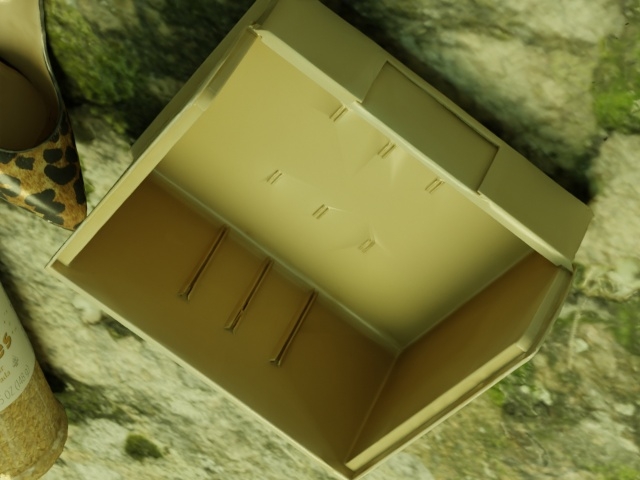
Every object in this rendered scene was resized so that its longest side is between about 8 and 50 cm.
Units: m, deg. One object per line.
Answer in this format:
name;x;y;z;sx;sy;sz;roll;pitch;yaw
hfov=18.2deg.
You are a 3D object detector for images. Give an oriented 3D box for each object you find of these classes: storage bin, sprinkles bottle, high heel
storage bin;0.000;0.000;1.310;0.262;0.123;0.260;37;142;-9
sprinkles bottle;-0.306;0.048;1.560;0.121;0.121;0.355;7;138;26
high heel;-0.192;-0.118;1.317;0.186;0.093;0.261;-10;119;47
